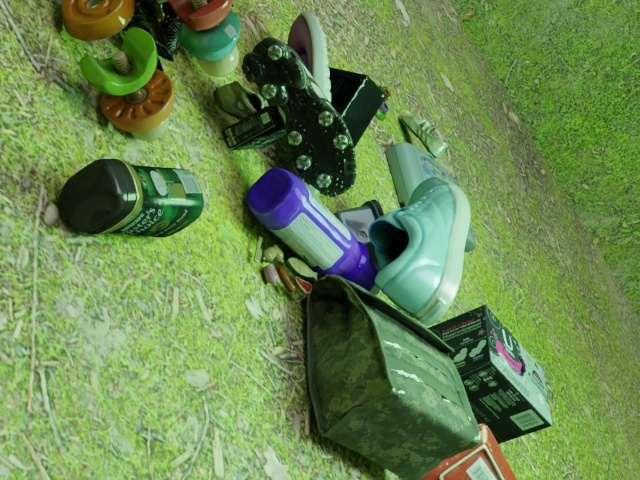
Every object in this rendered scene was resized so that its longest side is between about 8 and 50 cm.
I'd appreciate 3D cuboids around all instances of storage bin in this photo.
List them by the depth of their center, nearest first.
[{"bbox_3d":[0.064,0.004,1.871,0.091,0.098,0.135,-6,69,-35],"label":"storage bin"}]

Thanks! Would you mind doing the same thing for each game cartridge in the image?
[{"bbox_3d":[0.255,-0.105,2.403,0.297,0.062,0.198,30,44,-51],"label":"game cartridge"}]

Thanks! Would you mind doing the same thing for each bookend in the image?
[{"bbox_3d":[0.019,-0.247,2.022,0.157,0.156,0.072,23,-12,47],"label":"bookend"}]

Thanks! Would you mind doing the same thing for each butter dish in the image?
[{"bbox_3d":[0.232,0.409,1.760,0.160,0.118,0.160,-29,91,-22],"label":"butter dish"}]

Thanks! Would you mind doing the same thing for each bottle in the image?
[{"bbox_3d":[0.000,0.000,1.709,0.283,0.092,0.118,44,0,-37],"label":"bottle"}]

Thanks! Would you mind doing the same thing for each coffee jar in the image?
[{"bbox_3d":[-0.232,-0.050,1.305,0.184,0.096,0.079,3,60,-62],"label":"coffee jar"}]

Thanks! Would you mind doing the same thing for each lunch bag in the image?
[{"bbox_3d":[0.100,0.196,1.644,0.235,0.169,0.287,36,27,-38],"label":"lunch bag"}]

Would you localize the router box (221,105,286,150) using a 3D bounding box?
[{"bbox_3d":[-0.093,-0.185,1.732,0.038,0.092,0.122,65,23,4],"label":"router box"}]

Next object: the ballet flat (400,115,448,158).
[{"bbox_3d":[0.249,-0.255,2.481,0.057,0.052,0.168,31,18,-48],"label":"ballet flat"}]

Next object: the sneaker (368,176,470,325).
[{"bbox_3d":[0.160,-0.021,1.788,0.150,0.135,0.366,35,30,-16],"label":"sneaker"}]

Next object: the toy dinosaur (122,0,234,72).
[{"bbox_3d":[-0.250,-0.370,1.600,0.322,0.164,0.218,20,30,-32],"label":"toy dinosaur"}]

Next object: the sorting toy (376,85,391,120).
[{"bbox_3d":[0.143,-0.326,2.415,0.061,0.042,0.102,43,31,-37],"label":"sorting toy"}]

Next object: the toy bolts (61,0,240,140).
[{"bbox_3d":[-0.224,-0.267,1.456,0.218,0.229,0.158,53,-11,32],"label":"toy bolts"}]

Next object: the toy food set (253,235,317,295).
[{"bbox_3d":[-0.058,0.049,1.631,0.122,0.019,0.078,37,37,-23],"label":"toy food set"}]

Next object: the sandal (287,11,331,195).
[{"bbox_3d":[-0.048,-0.263,1.881,0.102,0.169,0.416,6,50,-14],"label":"sandal"}]

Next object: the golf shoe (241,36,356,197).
[{"bbox_3d":[-0.016,-0.201,1.667,0.272,0.105,0.120,62,17,-6],"label":"golf shoe"}]

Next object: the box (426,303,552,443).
[{"bbox_3d":[0.310,0.261,1.993,0.247,0.163,0.142,44,31,-36],"label":"box"}]

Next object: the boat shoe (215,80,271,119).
[{"bbox_3d":[-0.118,-0.234,1.784,0.153,0.048,0.056,22,47,-56],"label":"boat shoe"}]
